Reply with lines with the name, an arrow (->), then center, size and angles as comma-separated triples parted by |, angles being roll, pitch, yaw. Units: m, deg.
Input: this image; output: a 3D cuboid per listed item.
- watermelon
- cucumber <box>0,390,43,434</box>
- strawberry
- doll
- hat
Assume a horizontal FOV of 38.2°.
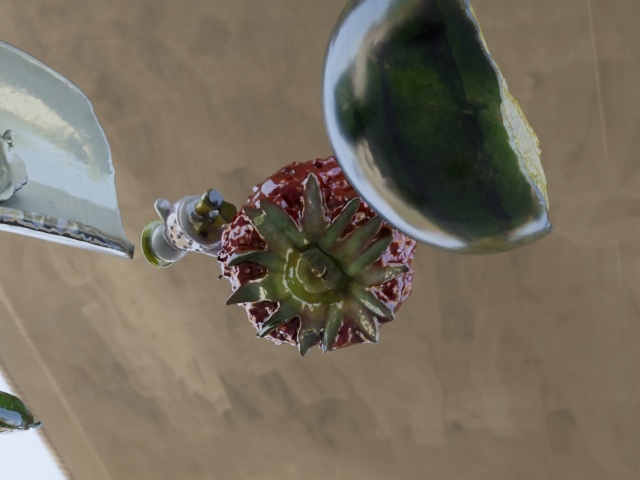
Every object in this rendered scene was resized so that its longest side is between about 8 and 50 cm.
watermelon -> 0.066, -0.086, 0.618 | 0.127, 0.204, 0.232 | -26, -75, 8
cucumber -> -0.422, 0.208, 1.149 | 0.056, 0.056, 0.250 | 7, -17, 18
strawberry -> -0.002, -0.001, 1.316 | 0.292, 0.343, 0.292 | 0, -74, -1
doll -> -0.200, -0.012, 1.357 | 0.129, 0.081, 0.207 | 40, -39, -21
hat -> -0.280, -0.044, 0.657 | 0.301, 0.258, 0.168 | 21, -56, -36
